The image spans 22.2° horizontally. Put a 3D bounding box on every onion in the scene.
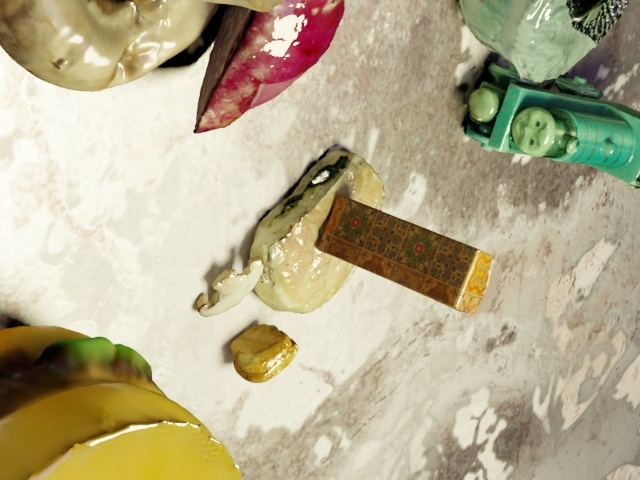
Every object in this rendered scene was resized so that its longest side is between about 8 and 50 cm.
[{"bbox_3d":[-0.045,-0.210,1.683,0.111,0.250,0.247,20,113,-12],"label":"onion"}]

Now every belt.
[{"bbox_3d":[0.297,-0.329,2.074,0.257,0.150,0.207,-42,148,-20],"label":"belt"}]

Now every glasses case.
[{"bbox_3d":[0.100,0.016,1.929,0.049,0.218,0.075,21,92,-53],"label":"glasses case"}]

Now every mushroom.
[{"bbox_3d":[-0.166,-0.265,1.488,0.292,0.290,0.292,-25,125,-42],"label":"mushroom"},{"bbox_3d":[-0.106,0.055,1.944,0.101,0.019,0.049,-38,140,6],"label":"mushroom"}]

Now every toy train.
[{"bbox_3d":[0.331,-0.151,2.183,0.298,0.194,0.120,3,112,-48],"label":"toy train"}]

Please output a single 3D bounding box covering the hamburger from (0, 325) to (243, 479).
[{"bbox_3d":[-0.289,0.277,1.695,0.396,0.277,0.395,-24,129,-33],"label":"hamburger"}]

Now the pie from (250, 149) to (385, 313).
[{"bbox_3d":[0.003,0.001,2.027,0.218,0.052,0.185,-47,137,-21],"label":"pie"}]

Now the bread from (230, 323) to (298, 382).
[{"bbox_3d":[-0.071,0.140,2.013,0.083,0.081,0.046,-67,146,-50],"label":"bread"}]
